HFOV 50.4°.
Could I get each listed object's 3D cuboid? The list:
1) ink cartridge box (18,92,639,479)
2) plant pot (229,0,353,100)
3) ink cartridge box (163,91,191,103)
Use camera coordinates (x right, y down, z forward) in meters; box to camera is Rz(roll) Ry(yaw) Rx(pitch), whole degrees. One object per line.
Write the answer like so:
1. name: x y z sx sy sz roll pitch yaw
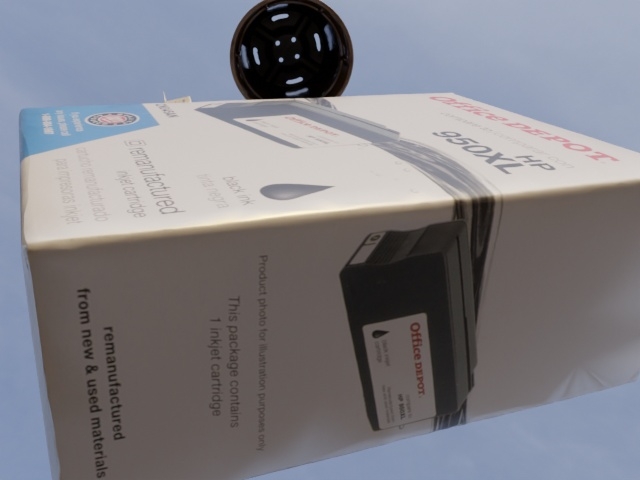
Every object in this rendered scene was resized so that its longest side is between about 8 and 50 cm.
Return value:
1. ink cartridge box: 0.000 0.000 0.500 0.394 0.285 0.167 -7 -65 -22
2. plant pot: -0.046 -0.270 0.985 0.166 0.165 0.167 -2 -70 -5
3. ink cartridge box: -0.151 -0.126 0.764 0.028 0.083 0.048 -14 -121 -6
